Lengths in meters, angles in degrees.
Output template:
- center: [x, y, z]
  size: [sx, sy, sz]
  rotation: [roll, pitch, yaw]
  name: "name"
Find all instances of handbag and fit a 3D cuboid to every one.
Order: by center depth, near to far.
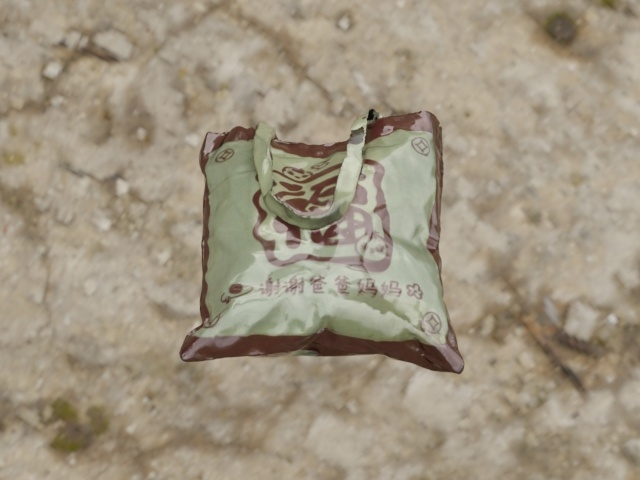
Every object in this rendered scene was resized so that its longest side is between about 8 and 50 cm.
- center: [0.000, 0.000, 1.157]
  size: [0.213, 0.127, 0.235]
  rotation: [-2, 57, 1]
  name: "handbag"
